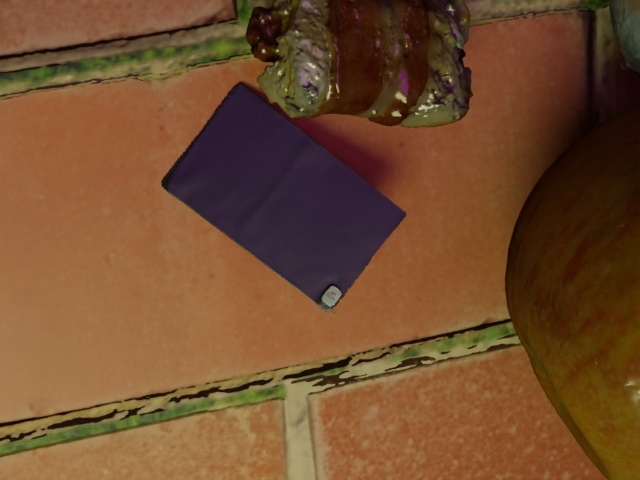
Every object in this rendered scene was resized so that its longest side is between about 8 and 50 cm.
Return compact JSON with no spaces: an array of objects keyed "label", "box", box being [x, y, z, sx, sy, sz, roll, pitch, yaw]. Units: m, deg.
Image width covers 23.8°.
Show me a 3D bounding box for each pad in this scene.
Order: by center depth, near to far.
[{"label":"pad","box":[-0.032,-0.036,1.337,0.193,0.004,0.116,38,92,-9]}]

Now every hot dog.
[{"label":"hot dog","box":[0.034,-0.165,1.298,0.213,0.103,0.146,10,83,-31]}]

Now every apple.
[{"label":"apple","box":[0.346,0.083,1.328,0.400,0.400,0.333,36,103,-26]}]

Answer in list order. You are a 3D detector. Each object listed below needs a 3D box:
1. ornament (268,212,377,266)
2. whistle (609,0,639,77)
[{"label":"ornament","box":[-0.004,0.000,1.368,0.092,0.041,0.068,-30,109,3]},{"label":"whistle","box":[0.385,-0.188,1.382,0.347,0.189,0.189,24,99,-38]}]
